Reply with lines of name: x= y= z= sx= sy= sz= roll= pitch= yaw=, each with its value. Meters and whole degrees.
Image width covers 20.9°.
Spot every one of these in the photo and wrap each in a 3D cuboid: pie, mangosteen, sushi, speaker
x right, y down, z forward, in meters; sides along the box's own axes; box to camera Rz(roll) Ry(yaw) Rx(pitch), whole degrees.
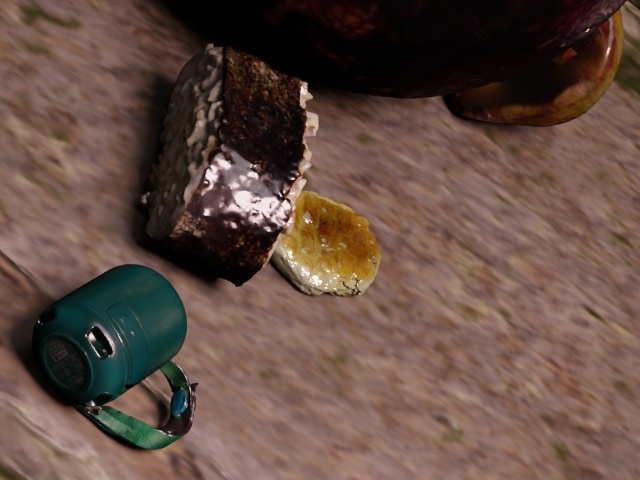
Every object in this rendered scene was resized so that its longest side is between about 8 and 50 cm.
pie: x=0.000 y=0.000 z=1.077 sx=0.084 sy=0.020 sz=0.084 roll=21 pitch=46 yaw=-23
mangosteen: x=0.081 y=-0.263 z=1.147 sx=0.382 sy=0.382 sz=0.435 roll=69 pitch=9 yaw=26
sushi: x=-0.052 y=-0.047 z=1.027 sx=0.078 sy=0.090 sz=0.150 roll=27 pitch=42 yaw=-22
speaker: x=-0.107 y=0.065 z=0.925 sx=0.075 sy=0.060 sz=0.094 roll=-33 pitch=115 yaw=-48
